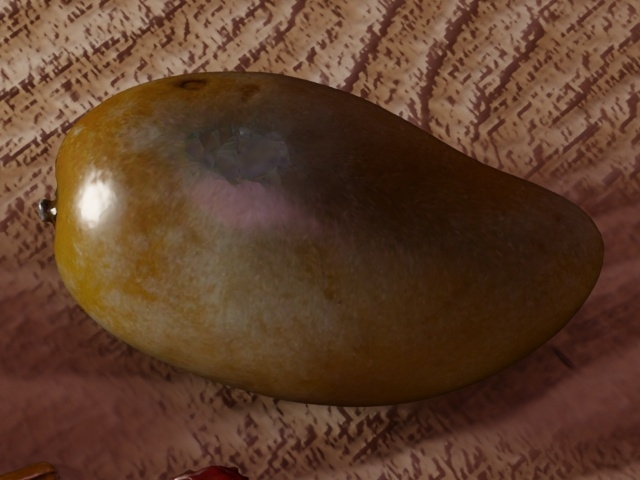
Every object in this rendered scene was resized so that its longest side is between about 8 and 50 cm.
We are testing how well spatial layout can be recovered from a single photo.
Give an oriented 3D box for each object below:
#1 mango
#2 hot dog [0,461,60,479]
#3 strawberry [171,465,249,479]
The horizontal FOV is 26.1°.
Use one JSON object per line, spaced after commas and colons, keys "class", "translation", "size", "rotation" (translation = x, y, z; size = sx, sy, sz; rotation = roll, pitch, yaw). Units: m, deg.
{"class": "mango", "translation": [0.000, 0.000, 0.950], "size": [0.384, 0.199, 0.221], "rotation": [6, 66, -2]}
{"class": "hot dog", "translation": [-0.222, 0.179, 0.963], "size": [0.083, 0.021, 0.037], "rotation": [-21, 70, -12]}
{"class": "strawberry", "translation": [-0.065, 0.258, 0.855], "size": [0.205, 0.205, 0.244], "rotation": [-9, 57, -6]}
